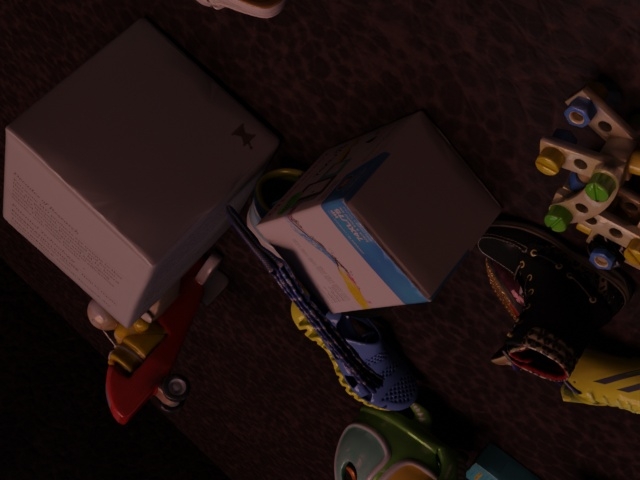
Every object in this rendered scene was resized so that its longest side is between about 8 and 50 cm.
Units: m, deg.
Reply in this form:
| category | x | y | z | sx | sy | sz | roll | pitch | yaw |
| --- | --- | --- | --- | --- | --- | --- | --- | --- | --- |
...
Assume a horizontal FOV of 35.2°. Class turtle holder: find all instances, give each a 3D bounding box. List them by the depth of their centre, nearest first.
| category | x | y | z | sx | sy | sz | roll | pitch | yaw |
| --- | --- | --- | --- | --- | --- | --- | --- | --- | --- |
| turtle holder | 0.173 | 0.477 | 2.072 | 0.320 | 0.227 | 0.243 | 29 | 161 | 31 |

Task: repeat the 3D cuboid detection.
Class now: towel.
| category | x | y | z | sx | sy | sz | roll | pitch | yaw |
| --- | --- | --- | --- | --- | --- | --- | --- | --- | --- |
| towel | -0.026 | 0.098 | 1.684 | 0.336 | 0.040 | 0.243 | 53 | 176 | -34 |

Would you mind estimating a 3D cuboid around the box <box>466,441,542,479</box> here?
| category | x | y | z | sx | sy | sz | roll | pitch | yaw |
| --- | --- | --- | --- | --- | --- | --- | --- | --- | --- |
| box | 0.415 | 0.517 | 2.041 | 0.244 | 0.060 | 0.100 | 36 | 154 | 11 |

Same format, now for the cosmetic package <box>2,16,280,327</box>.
| category | x | y | z | sx | sy | sz | roll | pitch | yaw |
| --- | --- | --- | --- | --- | --- | --- | --- | --- | --- |
| cosmetic package | -0.331 | -0.106 | 1.799 | 0.327 | 0.329 | 0.393 | 43 | 153 | 1 |

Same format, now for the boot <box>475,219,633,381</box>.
| category | x | y | z | sx | sy | sz | roll | pitch | yaw |
| --- | --- | --- | --- | --- | --- | --- | --- | --- | --- |
| boot | 0.289 | 0.078 | 1.404 | 0.236 | 0.178 | 0.085 | 27 | 150 | 26 |

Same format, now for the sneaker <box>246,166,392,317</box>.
| category | x | y | z | sx | sy | sz | roll | pitch | yaw |
| --- | --- | --- | --- | --- | --- | --- | --- | --- | --- |
| sneaker | 0.000 | 0.000 | 1.728 | 0.319 | 0.127 | 0.208 | 35 | 159 | 12 |

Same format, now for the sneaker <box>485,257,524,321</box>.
| category | x | y | z | sx | sy | sz | roll | pitch | yaw |
| --- | --- | --- | --- | --- | --- | --- | --- | --- | --- |
| sneaker | 0.321 | 0.084 | 1.513 | 0.185 | 0.084 | 0.069 | 58 | 179 | 24 |

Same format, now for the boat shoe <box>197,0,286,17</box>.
| category | x | y | z | sx | sy | sz | roll | pitch | yaw |
| --- | --- | --- | --- | --- | --- | --- | --- | --- | --- |
| boat shoe | -0.143 | -0.372 | 1.409 | 0.277 | 0.098 | 0.096 | 38 | 156 | 29 |

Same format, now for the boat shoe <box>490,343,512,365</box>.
| category | x | y | z | sx | sy | sz | roll | pitch | yaw |
| --- | --- | --- | --- | --- | --- | --- | --- | --- | --- |
| boat shoe | 0.331 | 0.191 | 1.667 | 0.045 | 0.050 | 0.135 | 49 | 153 | -3 |

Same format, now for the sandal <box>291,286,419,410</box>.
| category | x | y | z | sx | sy | sz | roll | pitch | yaw |
| --- | --- | --- | --- | --- | --- | --- | --- | --- | --- |
| sandal | 0.080 | 0.210 | 1.967 | 0.317 | 0.126 | 0.138 | 46 | 150 | -11 |

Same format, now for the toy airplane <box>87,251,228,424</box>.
| category | x | y | z | sx | sy | sz | roll | pitch | yaw |
| --- | --- | --- | --- | --- | --- | --- | --- | --- | --- |
| toy airplane | -0.372 | 0.163 | 2.228 | 0.273 | 0.384 | 0.386 | 20 | 110 | -5 |

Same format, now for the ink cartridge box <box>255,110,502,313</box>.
| category | x | y | z | sx | sy | sz | roll | pitch | yaw |
| --- | --- | --- | --- | --- | --- | --- | --- | --- | --- |
| ink cartridge box | 0.080 | -0.032 | 1.501 | 0.197 | 0.198 | 0.270 | 49 | 153 | -15 |

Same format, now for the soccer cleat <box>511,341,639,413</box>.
| category | x | y | z | sx | sy | sz | roll | pitch | yaw |
| --- | --- | --- | --- | --- | --- | --- | --- | --- | --- |
| soccer cleat | 0.420 | 0.213 | 1.499 | 0.289 | 0.121 | 0.093 | 26 | 150 | 28 |

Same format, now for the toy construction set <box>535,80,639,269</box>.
| category | x | y | z | sx | sy | sz | roll | pitch | yaw |
| --- | --- | --- | --- | --- | --- | --- | --- | --- | --- |
| toy construction set | 0.396 | -0.022 | 1.163 | 0.328 | 0.151 | 0.215 | 43 | 156 | 22 |
